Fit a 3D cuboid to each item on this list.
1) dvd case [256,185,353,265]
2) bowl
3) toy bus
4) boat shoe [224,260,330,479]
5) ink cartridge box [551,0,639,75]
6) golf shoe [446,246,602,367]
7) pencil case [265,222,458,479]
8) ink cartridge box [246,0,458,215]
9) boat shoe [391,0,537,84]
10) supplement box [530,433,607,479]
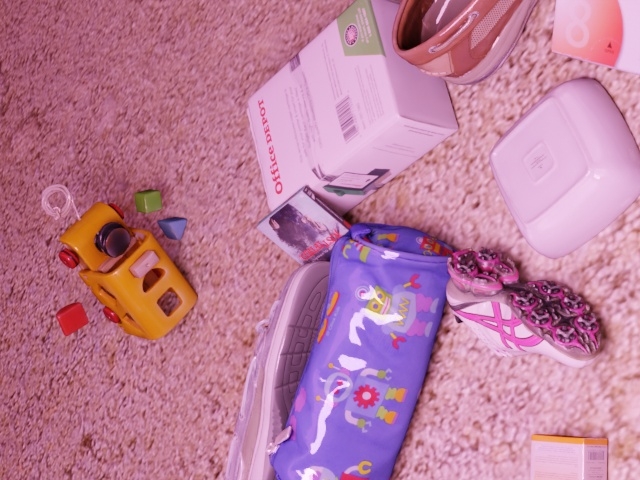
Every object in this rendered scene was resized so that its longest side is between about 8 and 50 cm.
[{"bbox_3d":[0.000,0.000,1.398,0.087,0.119,0.013,-36,22,40],"label":"dvd case"},{"bbox_3d":[0.220,-0.070,1.187,0.142,0.053,0.142,-44,53,35],"label":"bowl"},{"bbox_3d":[-0.244,0.030,1.615,0.104,0.202,0.191,8,95,50],"label":"toy bus"},{"bbox_3d":[-0.042,0.172,1.412,0.103,0.118,0.320,23,108,45],"label":"boat shoe"},{"bbox_3d":[0.275,-0.239,1.120,0.145,0.045,0.179,26,124,49],"label":"ink cartridge box"},{"bbox_3d":[0.191,0.077,1.196,0.186,0.067,0.086,35,137,47],"label":"golf shoe"},{"bbox_3d":[0.039,0.130,1.308,0.119,0.133,0.306,-122,49,-75],"label":"pencil case"},{"bbox_3d":[0.028,-0.138,1.395,0.219,0.092,0.160,-36,57,42],"label":"ink cartridge box"},{"bbox_3d":[0.171,-0.295,1.221,0.123,0.116,0.324,45,120,39],"label":"boat shoe"},{"bbox_3d":[0.222,0.224,1.143,0.062,0.036,0.098,-4,80,50],"label":"supplement box"}]
